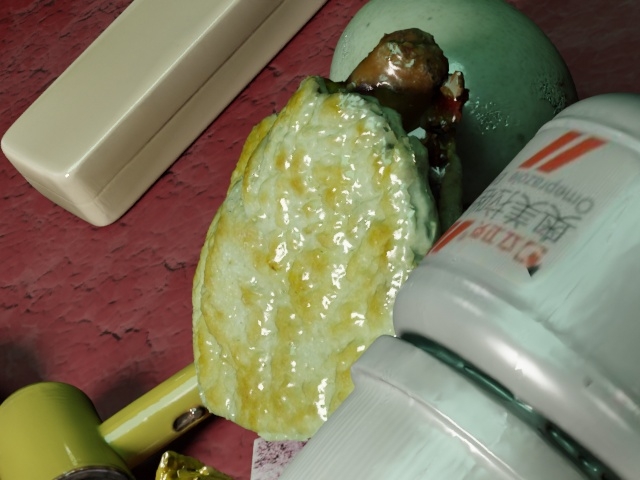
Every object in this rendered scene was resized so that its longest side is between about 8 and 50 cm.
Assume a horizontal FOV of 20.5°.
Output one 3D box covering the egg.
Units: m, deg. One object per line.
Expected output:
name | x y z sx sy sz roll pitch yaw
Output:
egg | 0.098 -0.100 1.306 0.169 0.169 0.236 -38 44 -1

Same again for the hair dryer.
hair dryer | -0.115 0.120 1.330 0.279 0.090 0.135 -33 35 -5

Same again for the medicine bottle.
medicine bottle | 0.145 0.096 1.002 0.306 0.245 0.245 -48 38 -12

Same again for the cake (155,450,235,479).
cake | -0.092 0.232 1.164 0.080 0.116 0.185 16 57 45

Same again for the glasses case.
glasses case | -0.138 -0.167 1.641 0.336 0.076 0.144 -47 39 -13

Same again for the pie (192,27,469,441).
pie | -0.002 0.009 1.198 0.274 0.105 0.257 -27 56 50

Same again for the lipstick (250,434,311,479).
lipstick | -0.010 0.256 1.104 0.066 0.068 0.317 -21 40 21
